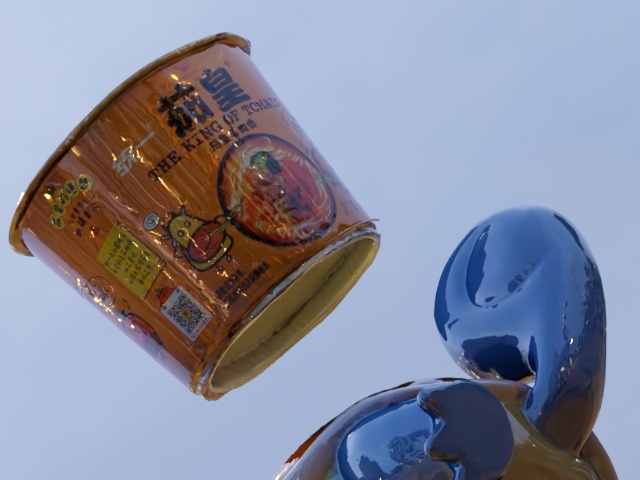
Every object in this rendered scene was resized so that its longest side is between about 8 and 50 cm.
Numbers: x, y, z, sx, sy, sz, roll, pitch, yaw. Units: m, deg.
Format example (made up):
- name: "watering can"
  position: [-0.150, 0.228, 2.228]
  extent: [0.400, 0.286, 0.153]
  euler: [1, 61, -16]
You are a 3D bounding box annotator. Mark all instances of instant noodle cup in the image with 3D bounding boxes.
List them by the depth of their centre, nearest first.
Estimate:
- name: "instant noodle cup"
  position: [-0.075, -0.009, 1.330]
  extent: [0.216, 0.172, 0.216]
  euler: [-41, -13, -11]

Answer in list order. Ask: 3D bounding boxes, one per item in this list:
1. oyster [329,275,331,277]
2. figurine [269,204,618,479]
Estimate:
- name: "oyster"
  position: [0.000, 0.000, 1.438]
  extent: [0.038, 0.081, 0.083]
  euler: [-22, -67, -24]
- name: "figurine"
  position: [0.044, 0.173, 1.042]
  extent: [0.298, 0.243, 0.416]
  euler: [33, -91, -33]
